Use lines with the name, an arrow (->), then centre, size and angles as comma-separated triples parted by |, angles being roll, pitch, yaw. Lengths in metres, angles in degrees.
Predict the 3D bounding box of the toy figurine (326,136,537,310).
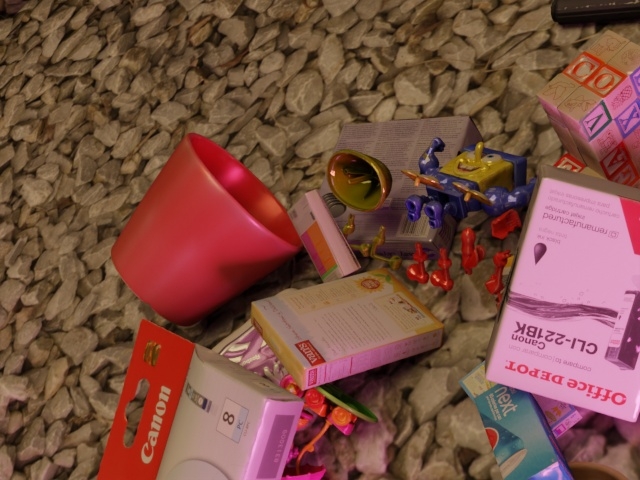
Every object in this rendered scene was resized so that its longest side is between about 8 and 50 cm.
toy figurine -> 0.206, -0.063, 1.615 | 0.217, 0.191, 0.362 | -30, 32, -31

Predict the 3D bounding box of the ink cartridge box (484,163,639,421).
ink cartridge box -> 0.335, 0.065, 1.352 | 0.197, 0.114, 0.273 | 15, 106, 8

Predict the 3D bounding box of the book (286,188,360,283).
book -> 0.000, 0.000, 1.727 | 0.035, 0.144, 0.096 | -24, -7, -27

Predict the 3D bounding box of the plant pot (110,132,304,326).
plant pot -> -0.205, -0.003, 1.832 | 0.243, 0.275, 0.275 | -44, 44, 10

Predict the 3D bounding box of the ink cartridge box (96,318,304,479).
ink cartridge box -> -0.221, 0.314, 1.627 | 0.385, 0.091, 0.308 | 21, 96, 40

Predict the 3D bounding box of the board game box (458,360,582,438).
board game box -> 0.272, 0.219, 1.483 | 0.103, 0.026, 0.154 | -39, 45, 4

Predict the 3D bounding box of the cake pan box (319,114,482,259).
cake pan box -> 0.123, -0.088, 1.789 | 0.266, 0.070, 0.246 | -1, 60, 34

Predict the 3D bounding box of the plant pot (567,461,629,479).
plant pot -> 0.286, 0.383, 1.266 | 0.237, 0.110, 0.237 | -30, 22, 13

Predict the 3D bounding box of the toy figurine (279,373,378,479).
toy figurine -> -0.030, 0.281, 1.577 | 0.173, 0.130, 0.159 | 33, 90, 13

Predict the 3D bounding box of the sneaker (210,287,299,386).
sneaker -> -0.088, 0.212, 1.689 | 0.282, 0.102, 0.161 | -47, 48, -5

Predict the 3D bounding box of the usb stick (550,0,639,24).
usb stick -> 0.514, -0.395, 1.762 | 0.278, 0.045, 0.077 | 3, 61, 37

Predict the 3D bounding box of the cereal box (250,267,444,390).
cereal box -> 0.038, 0.126, 1.606 | 0.240, 0.047, 0.173 | -14, 38, -25

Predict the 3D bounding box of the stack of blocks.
stack of blocks -> 0.397, -0.116, 1.454 | 0.171, 0.297, 0.087 | -43, 45, -2

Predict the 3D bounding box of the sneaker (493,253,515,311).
sneaker -> 0.346, 0.072, 1.512 | 0.225, 0.088, 0.093 | -7, 62, 41

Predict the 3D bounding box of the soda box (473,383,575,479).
soda box -> 0.255, 0.255, 1.343 | 0.071, 0.067, 0.210 | -32, 20, 10
